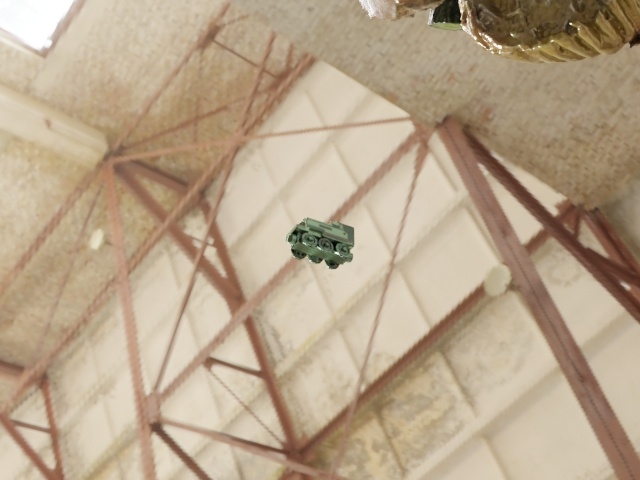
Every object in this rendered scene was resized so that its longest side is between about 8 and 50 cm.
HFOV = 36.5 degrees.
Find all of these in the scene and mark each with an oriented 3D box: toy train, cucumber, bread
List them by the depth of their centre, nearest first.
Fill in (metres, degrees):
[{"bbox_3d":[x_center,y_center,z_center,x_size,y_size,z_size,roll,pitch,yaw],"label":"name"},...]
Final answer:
[{"bbox_3d":[0.000,0.000,1.104,0.033,0.083,0.053,-45,-145,45],"label":"toy train"},{"bbox_3d":[0.326,-0.352,1.340,0.274,0.149,0.274,-22,-132,27],"label":"bread"},{"bbox_3d":[0.221,-0.455,1.588,0.078,0.062,0.211,-27,125,-82],"label":"cucumber"}]

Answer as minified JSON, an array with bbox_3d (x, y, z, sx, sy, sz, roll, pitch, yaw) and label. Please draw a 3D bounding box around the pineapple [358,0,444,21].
[{"bbox_3d":[0.139,-0.296,0.801,0.278,0.158,0.158,-27,-140,-6],"label":"pineapple"}]
